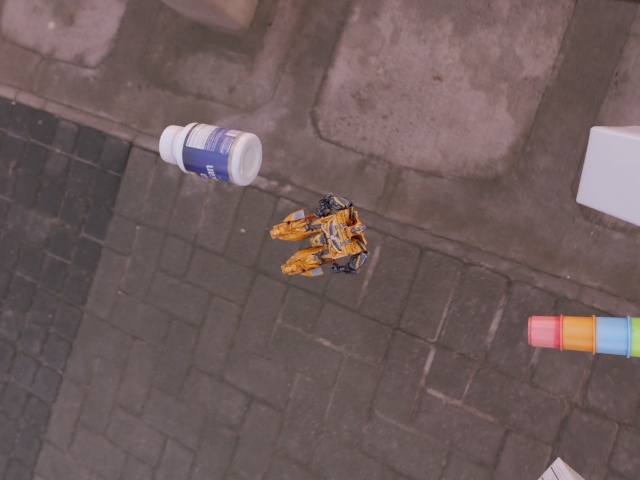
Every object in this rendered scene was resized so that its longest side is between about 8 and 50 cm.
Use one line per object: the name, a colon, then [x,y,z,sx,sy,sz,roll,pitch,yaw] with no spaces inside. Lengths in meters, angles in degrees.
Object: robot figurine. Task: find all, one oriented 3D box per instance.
robot figurine: [0.000,0.000,1.532,0.291,0.085,0.211,-16,93,48]

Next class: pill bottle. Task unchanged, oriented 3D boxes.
pill bottle: [-0.199,-0.158,1.077,0.169,0.094,0.094,14,92,19]

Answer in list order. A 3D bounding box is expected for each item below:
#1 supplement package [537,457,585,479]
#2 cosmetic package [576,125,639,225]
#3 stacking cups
supplement package: [0.600,0.649,1.318,0.262,0.204,0.145,41,95,8]
cosmetic package: [0.695,-0.081,1.021,0.229,0.453,0.162,-3,110,-20]
stacking cups: [0.587,0.191,1.213,0.316,0.096,0.096,1,87,26]
